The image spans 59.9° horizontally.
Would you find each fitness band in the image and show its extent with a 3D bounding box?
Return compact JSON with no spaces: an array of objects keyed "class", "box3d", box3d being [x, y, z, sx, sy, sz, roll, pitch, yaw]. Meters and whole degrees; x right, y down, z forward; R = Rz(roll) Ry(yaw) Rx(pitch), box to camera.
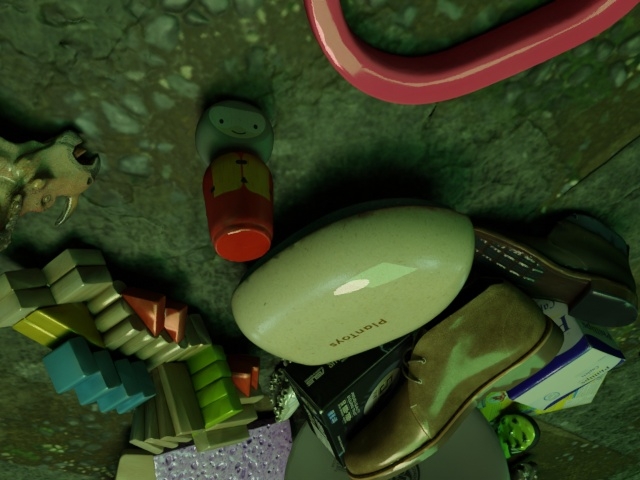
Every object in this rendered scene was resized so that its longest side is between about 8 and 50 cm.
[{"class":"fitness band","box3d":[0.126,-0.217,0.408,0.291,0.054,0.209,-22,137,10]}]

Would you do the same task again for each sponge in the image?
[{"class":"sponge","box3d":[-0.139,0.346,0.839,0.210,0.031,0.117,-8,94,-22]}]

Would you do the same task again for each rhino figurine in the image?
[{"class":"rhino figurine","box3d":[0.420,0.537,1.194,0.107,0.073,0.243,-13,134,-4]}]

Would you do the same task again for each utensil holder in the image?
[{"class":"utensil holder","box3d":[0.146,0.436,0.861,0.328,0.327,0.385,-17,133,4]}]

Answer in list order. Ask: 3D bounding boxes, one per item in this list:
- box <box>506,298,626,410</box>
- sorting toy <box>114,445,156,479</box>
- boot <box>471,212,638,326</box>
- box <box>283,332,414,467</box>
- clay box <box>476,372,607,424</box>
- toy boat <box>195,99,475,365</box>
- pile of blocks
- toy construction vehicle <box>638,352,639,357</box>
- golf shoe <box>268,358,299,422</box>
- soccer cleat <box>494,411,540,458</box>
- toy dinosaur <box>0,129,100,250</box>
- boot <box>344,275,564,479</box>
[{"class":"box","box3d":[0.285,0.122,0.710,0.072,0.137,0.126,23,125,-29]},{"class":"sorting toy","box3d":[-0.209,0.454,0.878,0.257,0.089,0.255,12,86,-22]},{"class":"boot","box3d":[0.265,0.012,0.654,0.219,0.106,0.082,26,144,1]},{"class":"box","box3d":[0.049,0.190,0.724,0.147,0.078,0.180,-36,140,-19]},{"class":"clay box","box3d":[0.330,0.236,0.890,0.222,0.053,0.127,-11,138,0]},{"class":"toy boat","box3d":[0.000,0.000,0.544,0.268,0.148,0.318,-26,141,20]},{"class":"pile of blocks","box3d":[-0.175,0.131,0.612,0.113,0.148,0.362,-33,131,20]},{"class":"toy construction vehicle","box3d":[0.587,0.176,0.901,0.098,0.035,0.085,5,132,-17]},{"class":"golf shoe","box3d":[-0.021,0.194,0.769,0.086,0.069,0.176,1,135,-22]},{"class":"soccer cleat","box3d":[0.321,0.309,0.892,0.073,0.060,0.178,-17,151,-11]},{"class":"toy dinosaur","box3d":[-0.350,-0.046,0.426,0.296,0.127,0.200,-7,142,2]},{"class":"boot","box3d":[0.126,0.163,0.658,0.305,0.112,0.115,-43,102,8]}]
